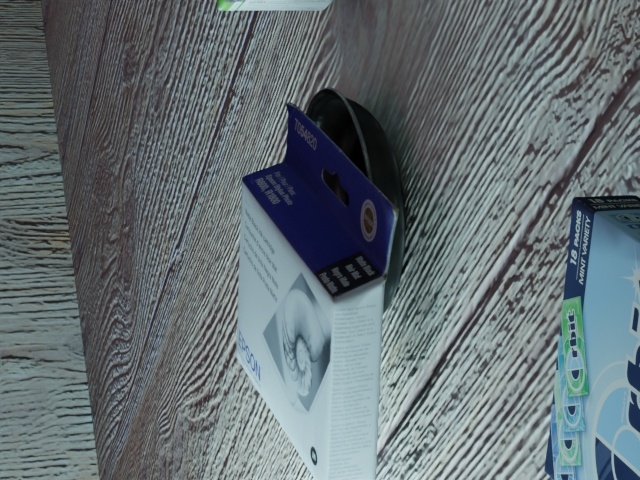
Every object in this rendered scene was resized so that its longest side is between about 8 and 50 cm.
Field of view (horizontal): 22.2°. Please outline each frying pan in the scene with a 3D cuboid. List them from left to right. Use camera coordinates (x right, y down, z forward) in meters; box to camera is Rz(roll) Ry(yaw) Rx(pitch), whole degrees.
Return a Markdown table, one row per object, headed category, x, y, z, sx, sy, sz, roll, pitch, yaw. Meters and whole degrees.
| category | x | y | z | sx | sy | sz | roll | pitch | yaw |
| --- | --- | --- | --- | --- | --- | --- | --- | --- | --- |
| frying pan | 0.007 | 0.022 | 1.290 | 0.326 | 0.053 | 0.197 | 106 | 154 | -50 |

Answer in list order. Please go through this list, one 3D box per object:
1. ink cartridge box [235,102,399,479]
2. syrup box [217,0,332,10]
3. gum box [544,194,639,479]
| category | x | y | z | sx | sy | sz | roll | pitch | yaw |
| --- | --- | --- | --- | --- | --- | --- | --- | --- | --- |
| ink cartridge box | -0.011 | 0.038 | 1.212 | 0.223 | 0.045 | 0.224 | -131 | 40 | -59 |
| syrup box | -0.011 | -0.250 | 1.235 | 0.237 | 0.096 | 0.093 | 152 | 115 | -72 |
| gum box | 0.170 | 0.078 | 0.782 | 0.184 | 0.041 | 0.157 | -136 | 46 | -65 |
